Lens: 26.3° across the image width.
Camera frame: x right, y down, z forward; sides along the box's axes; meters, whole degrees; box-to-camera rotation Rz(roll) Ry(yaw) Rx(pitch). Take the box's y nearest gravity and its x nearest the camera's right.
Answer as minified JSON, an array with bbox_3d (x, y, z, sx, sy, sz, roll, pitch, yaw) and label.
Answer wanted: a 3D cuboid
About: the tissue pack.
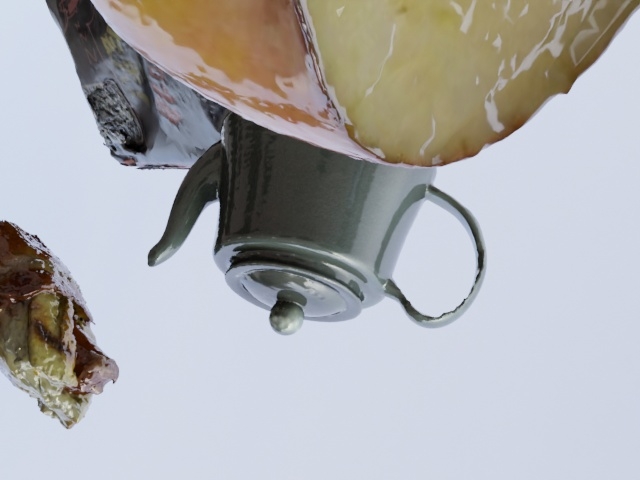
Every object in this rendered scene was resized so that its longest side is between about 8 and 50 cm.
[{"bbox_3d":[-0.123,-0.178,1.226,0.123,0.245,0.332,-27,-164,-27],"label":"tissue pack"}]

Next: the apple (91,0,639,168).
[{"bbox_3d":[-0.013,-0.169,0.370,0.163,0.293,0.251,25,-112,38],"label":"apple"}]

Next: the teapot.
[{"bbox_3d":[0.000,0.000,0.980,0.239,0.162,0.149,12,-114,7],"label":"teapot"}]

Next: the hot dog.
[{"bbox_3d":[-0.242,0.053,1.121,0.103,0.146,0.213,-41,-112,-20],"label":"hot dog"}]
